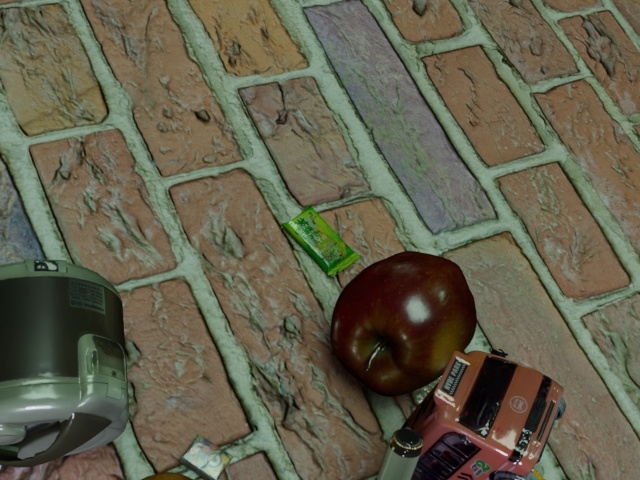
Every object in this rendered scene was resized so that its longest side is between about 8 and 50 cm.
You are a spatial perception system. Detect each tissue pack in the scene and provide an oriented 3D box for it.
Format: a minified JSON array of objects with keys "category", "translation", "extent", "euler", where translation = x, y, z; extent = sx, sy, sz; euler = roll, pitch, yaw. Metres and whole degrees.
[{"category":"tissue pack","translation":[-0.222,0.425,1.687],"extent":[0.083,0.035,0.063],"euler":[33,57,6]}]

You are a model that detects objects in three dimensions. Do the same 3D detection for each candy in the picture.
[{"category":"candy","translation":[0.000,-0.001,2.007],"extent":[0.102,0.032,0.178],"euler":[-36,76,-31]}]

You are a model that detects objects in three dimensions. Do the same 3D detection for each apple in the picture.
[{"category":"apple","translation":[0.177,0.167,1.818],"extent":[0.288,0.288,0.317],"euler":[46,42,12]}]

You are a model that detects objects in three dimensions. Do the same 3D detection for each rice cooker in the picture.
[{"category":"rice cooker","translation":[-0.498,0.234,1.547],"extent":[0.335,0.335,0.325],"euler":[-1,60,-18]}]

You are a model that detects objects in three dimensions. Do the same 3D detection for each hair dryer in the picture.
[{"category":"hair dryer","translation":[0.114,0.476,1.584],"extent":[0.203,0.362,0.128],"euler":[9,27,-11]}]

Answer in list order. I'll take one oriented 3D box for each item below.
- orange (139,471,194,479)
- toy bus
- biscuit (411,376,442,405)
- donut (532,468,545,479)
[{"category":"orange","translation":[-0.270,0.511,1.532],"extent":[0.206,0.206,0.206],"euler":[8,59,-13]},{"category":"toy bus","translation":[0.275,0.378,1.637],"extent":[0.233,0.427,0.203],"euler":[30,55,5]},{"category":"biscuit","translation":[0.265,0.325,1.905],"extent":[0.152,0.020,0.152],"euler":[8,60,-13]},{"category":"donut","translation":[0.447,0.528,1.833],"extent":[0.067,0.038,0.083],"euler":[-25,66,-25]}]
